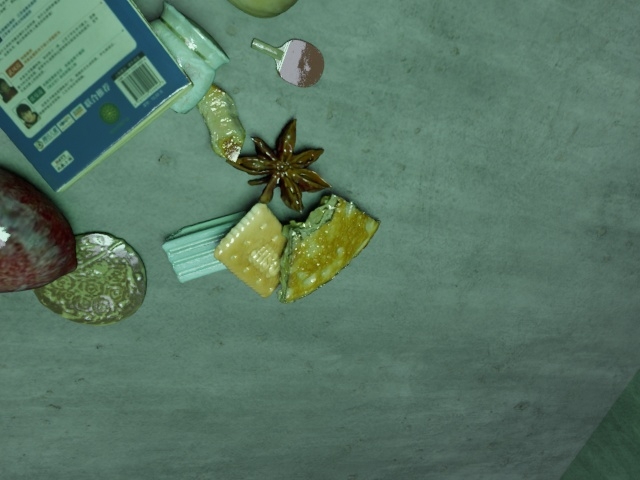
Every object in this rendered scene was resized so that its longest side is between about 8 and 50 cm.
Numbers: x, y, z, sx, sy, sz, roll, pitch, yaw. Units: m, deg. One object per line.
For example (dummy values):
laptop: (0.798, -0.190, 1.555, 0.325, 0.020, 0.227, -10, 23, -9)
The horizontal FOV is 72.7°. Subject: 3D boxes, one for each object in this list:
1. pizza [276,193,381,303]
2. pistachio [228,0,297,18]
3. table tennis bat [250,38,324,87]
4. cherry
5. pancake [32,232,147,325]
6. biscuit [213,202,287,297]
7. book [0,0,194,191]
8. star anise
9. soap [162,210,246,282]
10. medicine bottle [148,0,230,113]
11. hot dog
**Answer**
pizza: (0.000, 0.000, 1.027, 0.323, 0.089, 0.223, -40, 136, -16)
pistachio: (-0.111, -0.462, 0.756, 0.185, 0.124, 0.124, 13, 114, -22)
table tennis bat: (-0.066, -0.370, 0.886, 0.156, 0.013, 0.087, 14, 115, -24)
cherry: (-0.606, -0.009, 0.819, 0.300, 0.203, 0.230, 34, 92, -36)
pancake: (-0.524, 0.097, 0.996, 0.250, 0.031, 0.250, -7, 119, -12)
biscuit: (-0.130, 0.032, 0.999, 0.160, 0.030, 0.250, -49, 146, -11)
book: (-0.446, -0.331, 0.684, 0.300, 0.039, 0.428, -35, 97, 7)
star anise: (-0.077, -0.155, 0.943, 0.212, 0.111, 0.196, 34, 85, 2)
soap: (-0.250, 0.014, 1.010, 0.198, 0.063, 0.114, -17, 121, -7)
medicine bottle: (-0.256, -0.324, 0.776, 0.147, 0.147, 0.143, 37, 100, -29)
hot dog: (-0.197, -0.238, 0.885, 0.078, 0.061, 0.169, -17, 99, -2)
